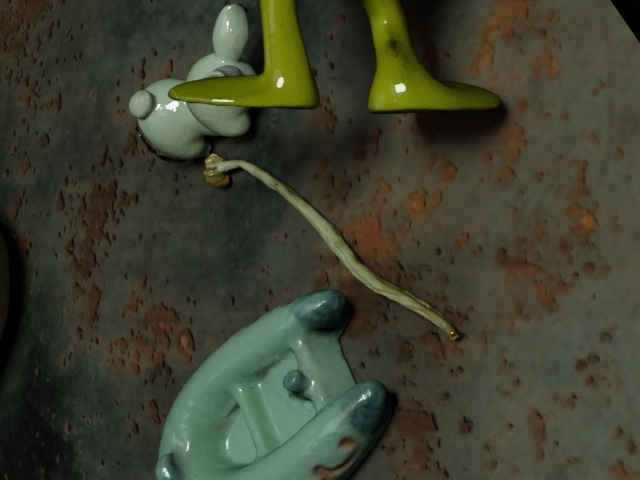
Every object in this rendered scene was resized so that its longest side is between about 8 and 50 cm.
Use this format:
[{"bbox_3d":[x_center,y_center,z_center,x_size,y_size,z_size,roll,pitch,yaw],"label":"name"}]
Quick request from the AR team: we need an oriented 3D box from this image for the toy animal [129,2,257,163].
[{"bbox_3d":[-0.087,-0.114,0.901,0.124,0.085,0.071,-20,52,35],"label":"toy animal"}]

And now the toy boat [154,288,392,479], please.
[{"bbox_3d":[-0.045,0.126,0.815,0.207,0.079,0.134,-41,59,30],"label":"toy boat"}]

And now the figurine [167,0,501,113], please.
[{"bbox_3d":[-0.006,-0.261,0.761,0.283,0.204,0.338,-131,40,-71],"label":"figurine"}]

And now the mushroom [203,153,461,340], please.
[{"bbox_3d":[0.001,-0.006,0.832,0.286,0.026,0.028,33,121,41],"label":"mushroom"}]

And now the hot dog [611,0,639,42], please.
[{"bbox_3d":[0.276,-0.222,0.526,0.326,0.107,0.194,-13,101,45],"label":"hot dog"}]

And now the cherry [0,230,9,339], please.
[{"bbox_3d":[-0.388,0.056,1.086,0.239,0.206,0.239,28,136,31],"label":"cherry"}]
